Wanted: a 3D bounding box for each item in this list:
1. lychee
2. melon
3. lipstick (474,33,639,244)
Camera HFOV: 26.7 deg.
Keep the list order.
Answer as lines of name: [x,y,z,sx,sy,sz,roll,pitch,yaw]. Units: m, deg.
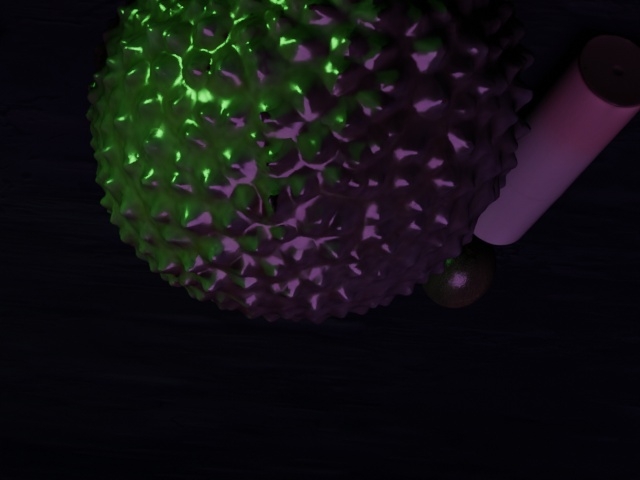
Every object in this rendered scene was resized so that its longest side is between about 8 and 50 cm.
lychee: [-0.009,-0.118,1.176,0.380,0.380,0.432,13,151,-18]
melon: [0.178,0.037,1.753,0.098,0.098,0.130,8,157,-8]
lipstick: [0.252,-0.101,1.476,0.087,0.087,0.327,10,153,-12]
